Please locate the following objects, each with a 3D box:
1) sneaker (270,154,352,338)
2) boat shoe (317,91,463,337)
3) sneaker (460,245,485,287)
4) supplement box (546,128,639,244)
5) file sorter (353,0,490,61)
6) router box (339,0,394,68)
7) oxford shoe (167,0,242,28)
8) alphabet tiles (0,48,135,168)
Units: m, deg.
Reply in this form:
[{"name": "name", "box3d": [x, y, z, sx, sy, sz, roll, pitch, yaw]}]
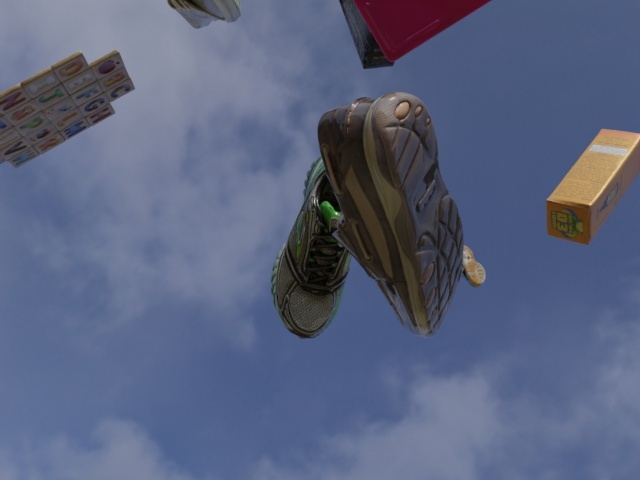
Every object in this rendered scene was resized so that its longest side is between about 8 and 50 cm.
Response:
[{"name": "sneaker", "box3d": [0.000, 0.000, 1.306, 0.134, 0.146, 0.344, 12, -93, -8]}, {"name": "boat shoe", "box3d": [0.089, -0.028, 0.949, 0.130, 0.132, 0.356, 11, -47, 34]}, {"name": "sneaker", "box3d": [0.219, 0.045, 1.123, 0.031, 0.083, 0.037, 8, -52, -19]}, {"name": "supplement box", "box3d": [0.451, -0.093, 1.238, 0.080, 0.233, 0.078, 15, -46, 34]}, {"name": "file sorter", "box3d": [0.134, -0.305, 0.591, 0.290, 0.182, 0.202, -30, -83, 14]}, {"name": "router box", "box3d": [0.061, -0.325, 0.935, 0.046, 0.179, 0.133, -10, -24, -15]}, {"name": "oxford shoe", "box3d": [-0.217, -0.455, 1.336, 0.130, 0.449, 0.169, -16, -77, -2]}, {"name": "alphabet tiles", "box3d": [-0.506, -0.231, 1.391, 0.342, 0.285, 0.011, -32, -98, -10]}]
